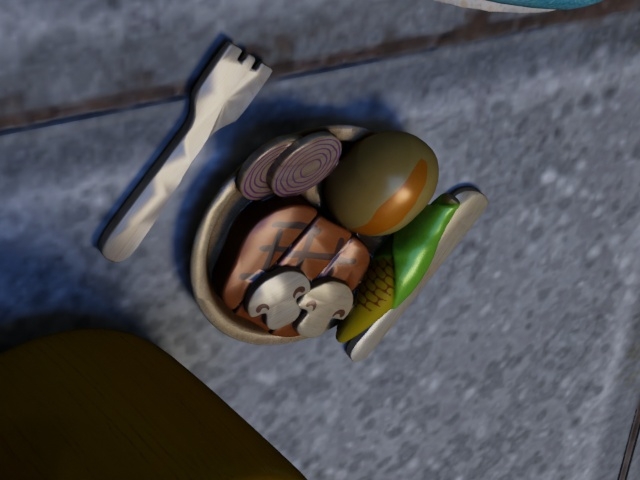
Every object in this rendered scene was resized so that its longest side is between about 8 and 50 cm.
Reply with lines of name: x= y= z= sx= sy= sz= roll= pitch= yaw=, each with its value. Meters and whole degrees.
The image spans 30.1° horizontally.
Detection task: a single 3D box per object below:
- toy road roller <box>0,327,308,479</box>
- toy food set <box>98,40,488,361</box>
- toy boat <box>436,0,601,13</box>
toy road roller: x=-0.142 y=0.122 z=0.461 sx=0.240 sy=0.202 sz=0.329 roll=-45 pitch=140 yaw=-13
toy food set: x=0.000 y=0.000 z=0.565 sx=0.192 sy=0.038 sz=0.132 roll=25 pitch=106 yaw=-42
toy boat: x=0.087 y=-0.226 z=0.382 sx=0.267 sy=0.148 sz=0.318 roll=11 pitch=116 yaw=-37
